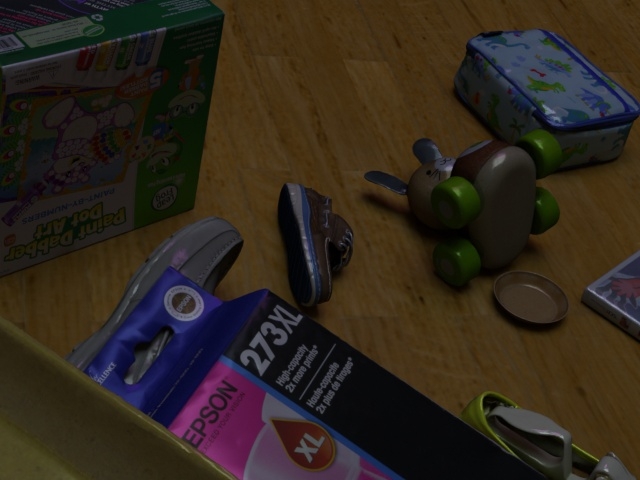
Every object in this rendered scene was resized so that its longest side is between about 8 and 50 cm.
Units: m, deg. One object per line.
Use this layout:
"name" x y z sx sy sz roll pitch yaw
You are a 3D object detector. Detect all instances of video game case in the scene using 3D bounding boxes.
"video game case" 0.416 0.071 1.376 0.183 0.023 0.201 37 44 27

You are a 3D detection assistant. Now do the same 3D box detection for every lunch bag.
"lunch bag" 0.292 -0.189 1.613 0.176 0.090 0.219 -9 44 -30

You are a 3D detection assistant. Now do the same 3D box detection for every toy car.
"toy car" 0.145 -0.064 1.381 0.155 0.149 0.188 -30 43 -29

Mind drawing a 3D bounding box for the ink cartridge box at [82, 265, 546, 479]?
"ink cartridge box" -0.009 0.164 1.010 0.371 0.069 0.176 32 50 3

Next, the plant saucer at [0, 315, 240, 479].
"plant saucer" -0.271 0.228 0.886 0.332 0.081 0.333 31 54 20

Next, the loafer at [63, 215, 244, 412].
"loafer" -0.141 0.096 1.116 0.111 0.112 0.319 27 46 6

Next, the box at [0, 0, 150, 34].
"box" -0.305 -0.176 1.367 0.165 0.143 0.270 18 38 8

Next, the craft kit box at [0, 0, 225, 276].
"craft kit box" -0.220 -0.105 1.223 0.249 0.247 0.061 -23 53 -37

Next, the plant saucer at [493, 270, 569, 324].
"plant saucer" 0.223 0.064 1.331 0.083 0.015 0.083 9 37 -7

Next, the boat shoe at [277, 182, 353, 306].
"boat shoe" 0.000 0.000 1.303 0.066 0.066 0.183 5 39 -14

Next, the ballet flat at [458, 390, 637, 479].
"ballet flat" 0.222 0.208 1.102 0.231 0.077 0.077 31 40 20
